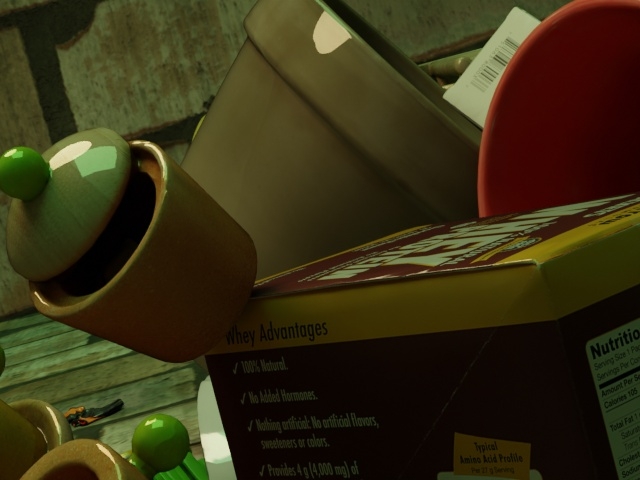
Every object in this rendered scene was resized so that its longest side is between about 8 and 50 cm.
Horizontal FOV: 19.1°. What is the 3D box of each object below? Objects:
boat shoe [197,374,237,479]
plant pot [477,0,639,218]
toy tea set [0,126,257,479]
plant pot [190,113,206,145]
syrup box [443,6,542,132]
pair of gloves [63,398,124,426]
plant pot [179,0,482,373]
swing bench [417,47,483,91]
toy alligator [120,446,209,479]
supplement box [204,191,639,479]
[{"bbox_3d":[0.001,0.115,1.175,0.105,0.113,0.306,-17,3,10],"label":"boat shoe"},{"bbox_3d":[0.288,-0.039,1.340,0.243,0.275,0.275,-5,-2,-38],"label":"plant pot"},{"bbox_3d":[-0.133,0.106,0.653,0.200,0.336,0.124,-23,-44,38],"label":"toy tea set"},{"bbox_3d":[0.000,0.000,1.896,0.239,0.254,0.254,2,7,7],"label":"plant pot"},{"bbox_3d":[0.215,-0.072,1.490,0.093,0.237,0.096,-51,39,4],"label":"syrup box"},{"bbox_3d":[-0.239,0.172,1.880,0.083,0.010,0.074,-11,6,30],"label":"pair of gloves"},{"bbox_3d":[0.004,-0.017,1.547,0.280,0.323,0.323,-48,-1,9],"label":"plant pot"},{"bbox_3d":[0.194,-0.078,2.003,0.165,0.253,0.254,-17,5,-20],"label":"swing bench"},{"bbox_3d":[-0.085,0.167,1.272,0.189,0.056,0.051,-10,-43,-44],"label":"toy alligator"},{"bbox_3d":[0.077,0.092,0.719,0.129,0.194,0.191,-19,6,-41],"label":"supplement box"}]
